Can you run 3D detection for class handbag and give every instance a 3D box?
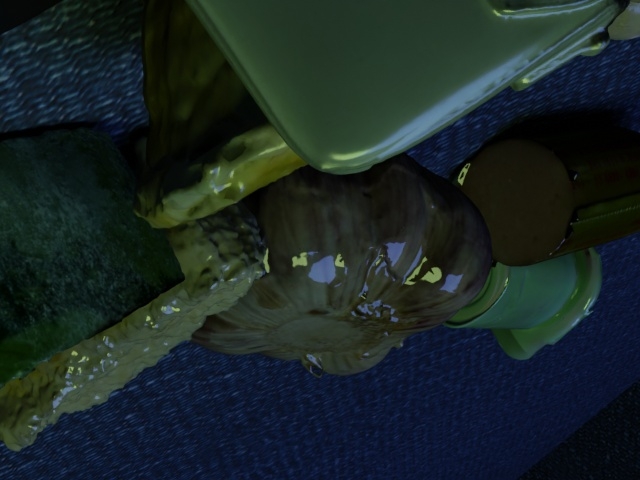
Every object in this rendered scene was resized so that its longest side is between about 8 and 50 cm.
[{"bbox_3d":[0.025,-0.171,0.644,0.219,0.256,0.079,-33,-173,6],"label":"handbag"}]

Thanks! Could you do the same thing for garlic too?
[{"bbox_3d":[0.000,0.000,1.215,0.245,0.160,0.245,-1,154,0],"label":"garlic"}]

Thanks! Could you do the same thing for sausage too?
[{"bbox_3d":[0.263,-0.055,1.596,0.125,0.117,0.317,-5,-175,38],"label":"sausage"}]

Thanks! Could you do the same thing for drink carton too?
[{"bbox_3d":[0.174,0.028,1.640,0.144,0.146,0.142,-43,152,26],"label":"drink carton"}]

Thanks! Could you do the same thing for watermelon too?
[{"bbox_3d":[-0.233,0.056,1.020,0.193,0.139,0.257,-22,169,-48],"label":"watermelon"}]

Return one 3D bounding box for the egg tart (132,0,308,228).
[{"bbox_3d":[0.007,-0.126,0.844,0.315,0.120,0.315,-35,-172,6],"label":"egg tart"}]

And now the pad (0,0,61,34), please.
[{"bbox_3d":[-0.179,-0.133,0.772,0.300,0.005,0.202,-31,163,-7],"label":"pad"}]

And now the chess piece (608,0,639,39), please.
[{"bbox_3d":[0.221,-0.214,1.078,0.143,0.142,0.261,-29,166,-15],"label":"chess piece"}]

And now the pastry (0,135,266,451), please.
[{"bbox_3d":[-0.138,0.041,1.115,0.089,0.121,0.258,12,135,-41],"label":"pastry"}]
